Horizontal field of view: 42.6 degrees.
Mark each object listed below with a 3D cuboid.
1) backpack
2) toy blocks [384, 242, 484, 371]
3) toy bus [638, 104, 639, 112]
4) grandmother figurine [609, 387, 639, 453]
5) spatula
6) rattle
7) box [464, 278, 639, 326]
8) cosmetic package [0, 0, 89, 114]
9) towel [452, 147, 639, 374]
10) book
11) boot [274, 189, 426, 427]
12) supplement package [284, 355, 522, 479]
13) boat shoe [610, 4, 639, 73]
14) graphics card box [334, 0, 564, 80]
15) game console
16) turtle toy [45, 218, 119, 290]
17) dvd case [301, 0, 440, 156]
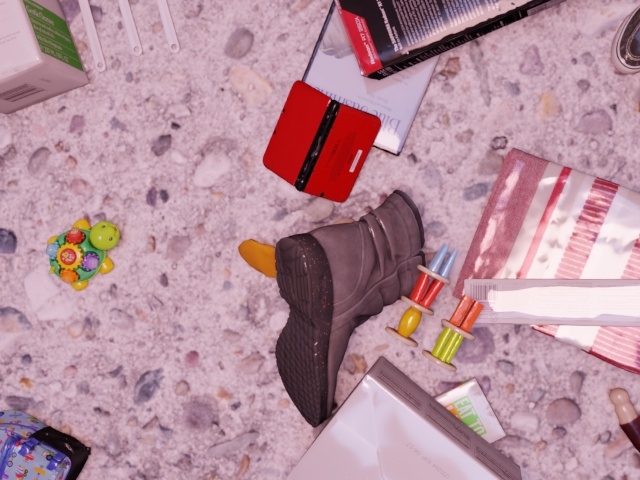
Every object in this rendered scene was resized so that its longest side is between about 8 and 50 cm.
[{"bbox_3d":[-0.463,0.347,1.245,0.173,0.117,0.158,28,93,6],"label":"backpack"},{"bbox_3d":[0.170,0.087,1.127,0.123,0.054,0.148,30,94,36],"label":"toy blocks"},{"bbox_3d":[0.575,-0.251,1.129,0.220,0.149,0.212,12,85,6],"label":"toy bus"},{"bbox_3d":[0.526,0.253,1.175,0.207,0.104,0.343,4,96,32],"label":"grandmother figurine"},{"bbox_3d":[-0.311,-0.388,1.257,0.168,0.019,0.242,-14,94,4],"label":"spatula"},{"bbox_3d":[0.000,0.000,1.237,0.199,0.142,0.130,-45,121,-10],"label":"rattle"},{"bbox_3d":[0.358,0.084,1.114,0.323,0.063,0.067,-2,87,19],"label":"box"},{"bbox_3d":[-0.493,-0.385,1.182,0.155,0.197,0.366,-19,92,5],"label":"cosmetic package"},{"bbox_3d":[0.379,0.032,1.163,0.329,0.037,0.237,23,94,19],"label":"towel"},{"bbox_3d":[0.190,0.278,1.233,0.144,0.035,0.096,-29,88,8],"label":"book"},{"bbox_3d":[0.056,0.107,1.181,0.222,0.118,0.338,-20,133,-29],"label":"boot"},{"bbox_3d":[0.118,0.332,1.157,0.262,0.145,0.204,38,99,8],"label":"supplement package"},{"bbox_3d":[0.501,-0.331,1.164,0.077,0.070,0.219,41,95,2],"label":"boat shoe"},{"bbox_3d":[0.194,-0.396,1.121,0.370,0.094,0.233,-21,89,19],"label":"graphics card box"},{"bbox_3d":[0.001,-0.146,1.225,0.124,0.085,0.144,15,111,-26],"label":"game console"},{"bbox_3d":[-0.360,0.015,1.248,0.130,0.066,0.095,-33,89,5],"label":"turtle toy"},{"bbox_3d":[0.081,-0.275,1.224,0.180,0.022,0.253,22,94,3],"label":"dvd case"}]
